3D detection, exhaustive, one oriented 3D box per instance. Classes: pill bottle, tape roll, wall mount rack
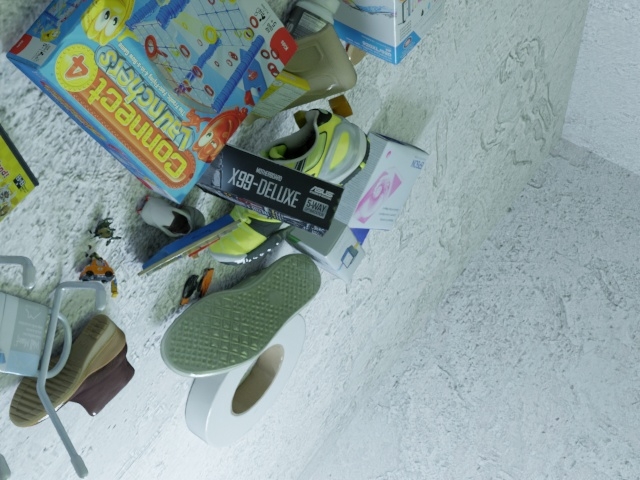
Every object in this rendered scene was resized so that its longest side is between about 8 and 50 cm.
[{"bbox_3d":[-0.024,-0.382,1.651,0.137,0.078,0.078,-62,158,7],"label":"pill bottle"},{"bbox_3d":[-0.178,0.329,2.252,0.392,0.072,0.392,-47,156,-28],"label":"tape roll"},{"bbox_3d":[-0.427,0.190,1.347,0.350,0.130,0.304,38,56,-68],"label":"wall mount rack"}]

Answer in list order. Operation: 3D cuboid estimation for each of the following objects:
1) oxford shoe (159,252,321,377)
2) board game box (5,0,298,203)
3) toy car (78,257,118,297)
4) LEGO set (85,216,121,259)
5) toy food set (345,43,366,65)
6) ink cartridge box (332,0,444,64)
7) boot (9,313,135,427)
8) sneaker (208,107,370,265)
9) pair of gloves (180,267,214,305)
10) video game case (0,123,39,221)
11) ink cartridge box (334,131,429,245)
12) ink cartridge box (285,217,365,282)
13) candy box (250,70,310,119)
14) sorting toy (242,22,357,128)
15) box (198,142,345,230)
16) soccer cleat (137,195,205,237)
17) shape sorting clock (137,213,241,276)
[{"bbox_3d":[-0.173,0.167,1.973,0.130,0.169,0.449,-27,-175,46],"label":"oxford shoe"},{"bbox_3d":[-0.213,-0.259,1.258,0.302,0.086,0.308,-55,138,-11],"label":"board game box"},{"bbox_3d":[-0.376,0.062,1.551,0.122,0.060,0.040,111,-27,-67],"label":"toy car"},{"bbox_3d":[-0.358,-0.007,1.493,0.083,0.023,0.054,-45,130,11],"label":"LEGO set"},{"bbox_3d":[0.077,-0.404,1.917,0.082,0.020,0.083,-56,158,-8],"label":"toy food set"},{"bbox_3d":[0.120,-0.487,1.702,0.171,0.168,0.232,-49,155,-22],"label":"ink cartridge box"},{"bbox_3d":[-0.423,0.267,1.612,0.248,0.090,0.207,-50,155,-30],"label":"boot"},{"bbox_3d":[-0.088,-0.110,1.773,0.385,0.145,0.147,-43,129,10],"label":"sneaker"},{"bbox_3d":[-0.252,0.093,1.868,0.083,0.010,0.074,-19,137,-54],"label":"pair of gloves"},{"bbox_3d":[-0.489,-0.065,1.118,0.248,0.035,0.275,-50,156,-20],"label":"video game case"},{"bbox_3d":[0.139,-0.107,2.378,0.330,0.071,0.324,-65,158,11],"label":"ink cartridge box"},{"bbox_3d":[0.000,0.000,2.095,0.093,0.154,0.212,-57,157,-10],"label":"ink cartridge box"},{"bbox_3d":[-0.119,-0.260,1.543,0.105,0.027,0.206,-28,158,30],"label":"candy box"},{"bbox_3d":[-0.050,-0.279,1.653,0.229,0.041,0.307,-20,160,9],"label":"sorting toy"},{"bbox_3d":[-0.090,-0.085,1.539,0.307,0.242,0.076,114,-3,-88],"label":"box"},{"bbox_3d":[-0.249,-0.029,1.623,0.068,0.076,0.196,-60,159,2],"label":"soccer cleat"},{"bbox_3d":[-0.232,0.015,1.634,0.206,0.040,0.206,-30,179,0],"label":"shape sorting clock"}]
